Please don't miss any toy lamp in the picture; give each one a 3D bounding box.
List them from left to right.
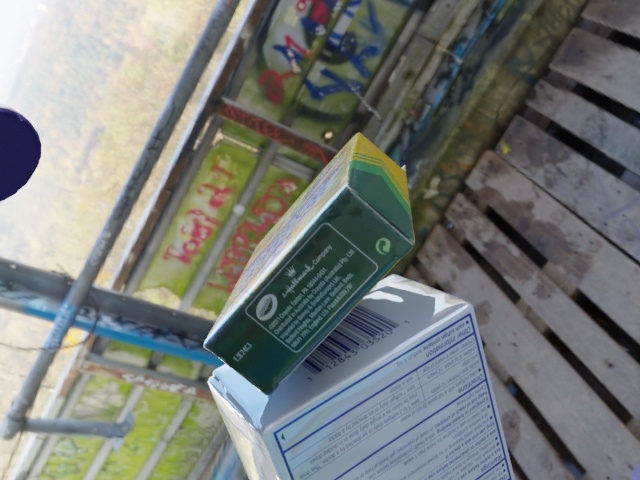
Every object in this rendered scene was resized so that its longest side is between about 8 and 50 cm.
[{"bbox_3d":[-0.279,-0.127,0.474,0.274,0.080,0.080,46,115,31],"label":"toy lamp"}]

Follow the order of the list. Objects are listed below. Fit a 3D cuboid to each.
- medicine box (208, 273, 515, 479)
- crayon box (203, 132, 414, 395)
[{"bbox_3d":[0.058,0.231,0.802,0.149,0.264,0.289,22,134,58],"label":"medicine box"},{"bbox_3d":[0.000,0.000,0.768,0.203,0.083,0.323,-48,7,17],"label":"crayon box"}]
